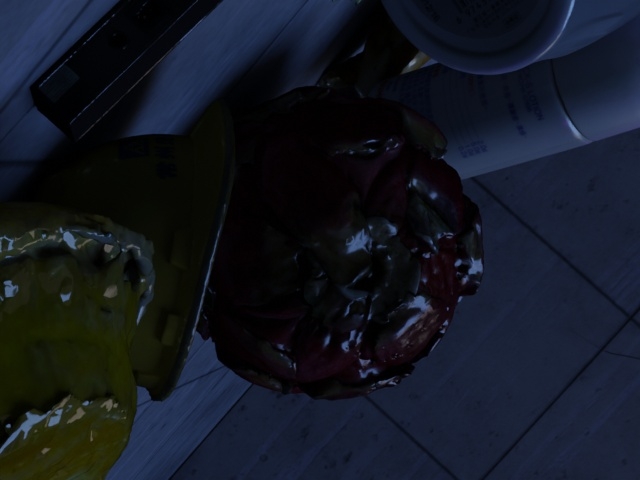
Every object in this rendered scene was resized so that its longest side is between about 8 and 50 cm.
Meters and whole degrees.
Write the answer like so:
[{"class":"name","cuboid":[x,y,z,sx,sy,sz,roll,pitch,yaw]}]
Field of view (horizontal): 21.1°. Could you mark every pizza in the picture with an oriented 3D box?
[{"class":"pizza","cuboid":[0.143,-0.273,1.915,0.365,0.074,0.182,-41,167,7]}]

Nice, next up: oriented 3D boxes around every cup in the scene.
[{"class":"cup","cuboid":[0.222,-0.308,1.584,0.371,0.253,0.253,-36,167,-49]}]

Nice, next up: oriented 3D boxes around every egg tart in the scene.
[{"class":"egg tart","cuboid":[-0.258,0.130,1.160,0.388,0.169,0.388,-34,162,-13]}]

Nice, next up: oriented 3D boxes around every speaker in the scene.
[{"class":"speaker","cuboid":[-0.120,-0.152,1.206,0.191,0.040,0.046,-46,170,-14]}]

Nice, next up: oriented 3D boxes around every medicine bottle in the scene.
[{"class":"medicine bottle","cuboid":[0.221,-0.151,1.790,0.341,0.130,0.130,-16,-169,31]}]

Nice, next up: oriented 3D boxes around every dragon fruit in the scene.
[{"class":"dragon fruit","cuboid":[-0.003,0.000,1.705,0.329,0.329,0.329,-47,173,-8]}]

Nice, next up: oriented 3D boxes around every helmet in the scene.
[{"class":"helmet","cuboid":[-0.166,0.002,1.364,0.205,0.140,0.257,-102,-155,-54]}]

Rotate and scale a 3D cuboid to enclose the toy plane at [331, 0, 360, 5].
[{"class":"toy plane","cuboid":[0.053,-0.267,1.629,0.111,0.040,0.102,-49,163,27]}]
